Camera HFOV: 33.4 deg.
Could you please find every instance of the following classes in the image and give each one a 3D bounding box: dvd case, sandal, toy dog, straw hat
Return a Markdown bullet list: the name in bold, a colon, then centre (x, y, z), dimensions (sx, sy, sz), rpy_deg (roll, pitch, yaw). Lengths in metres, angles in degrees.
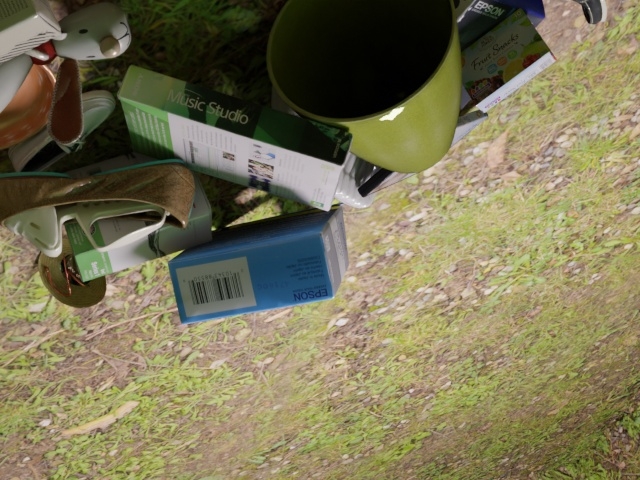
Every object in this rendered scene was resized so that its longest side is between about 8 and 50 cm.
- **dvd case**: centre (0.184, -0.156, 1.877), dimensions (0.180, 0.022, 0.253), rpy_deg (-40, 173, 31)
- **sandal**: centre (-0.010, -0.158, 1.770), dimensions (0.102, 0.169, 0.416), rpy_deg (7, 160, 26)
- **toy dog**: centre (-0.395, -0.195, 1.328), dimensions (0.333, 0.161, 0.220), rpy_deg (-39, 136, 5)
- **straw hat**: centre (-0.411, 0.043, 1.829), dimensions (0.144, 0.144, 0.061), rpy_deg (-52, 177, 37)

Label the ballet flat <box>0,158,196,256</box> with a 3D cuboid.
- **ballet flat**: centre (-0.350, -0.041, 1.565), dimensions (0.342, 0.124, 0.116), rpy_deg (-5, 163, -14)

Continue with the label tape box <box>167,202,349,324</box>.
- **label tape box**: centre (-0.084, 0.030, 1.777), dimensions (0.249, 0.115, 0.348), rpy_deg (-11, -173, 9)

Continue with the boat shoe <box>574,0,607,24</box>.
- **boat shoe**: centre (0.404, -0.423, 1.703), dimensions (0.079, 0.084, 0.233), rpy_deg (-24, 147, 15)

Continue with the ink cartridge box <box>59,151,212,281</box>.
- **ink cartridge box**: centre (-0.295, -0.050, 1.682), dimensions (0.219, 0.160, 0.093), rpy_deg (-17, 150, -12)

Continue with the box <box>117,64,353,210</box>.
- **box**: centre (-0.122, -0.142, 1.540), dimensions (0.321, 0.059, 0.232), rpy_deg (16, 165, -1)

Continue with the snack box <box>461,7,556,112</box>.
- **snack box**: centre (0.286, -0.283, 1.680), dimensions (0.141, 0.100, 0.037), rpy_deg (-36, 148, 17)

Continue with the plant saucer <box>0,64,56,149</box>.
- **plant saucer**: centre (-0.462, -0.200, 1.462), dimensions (0.199, 0.037, 0.200), rpy_deg (-17, 147, -12)

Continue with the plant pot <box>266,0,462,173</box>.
- **plant pot**: centre (0.099, -0.225, 1.594), dimensions (0.274, 0.275, 0.293), rpy_deg (-29, 150, 6)

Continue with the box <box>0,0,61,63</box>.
- **box**: centre (-0.448, -0.233, 1.213), dimensions (0.275, 0.113, 0.094), rpy_deg (-24, 176, 3)

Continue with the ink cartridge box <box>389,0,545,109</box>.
- **ink cartridge box**: centre (0.240, -0.330, 1.738), dimensions (0.165, 0.065, 0.333), rpy_deg (6, 136, -39)

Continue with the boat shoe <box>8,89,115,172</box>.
- **boat shoe**: centre (-0.377, -0.153, 1.564), dimensions (0.184, 0.063, 0.066), rpy_deg (-27, 149, 5)
